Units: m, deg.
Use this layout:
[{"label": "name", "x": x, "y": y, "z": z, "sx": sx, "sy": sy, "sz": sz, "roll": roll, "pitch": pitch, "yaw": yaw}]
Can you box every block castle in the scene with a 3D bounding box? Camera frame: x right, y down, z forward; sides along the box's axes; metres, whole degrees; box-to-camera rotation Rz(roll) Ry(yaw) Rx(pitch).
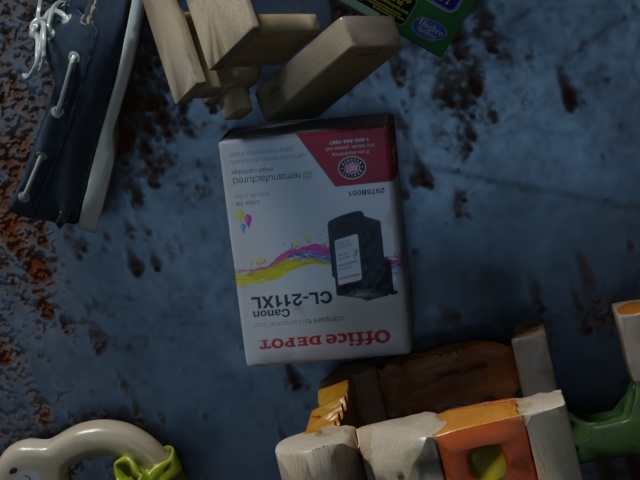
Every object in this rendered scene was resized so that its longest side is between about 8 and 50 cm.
[{"label": "block castle", "x": 0.210, "y": 0.172, "z": 1.038, "sx": 0.453, "sy": 0.303, "sz": 0.212, "roll": -13, "pitch": 95, "yaw": 7}]

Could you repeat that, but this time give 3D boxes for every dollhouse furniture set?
[{"label": "dollhouse furniture set", "x": -0.042, "y": -0.168, "z": 1.051, "sx": 0.144, "sy": 0.151, "sz": 0.123, "roll": -35, "pitch": 69, "yaw": 48}]

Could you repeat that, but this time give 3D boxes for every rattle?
[{"label": "rattle", "x": -0.210, "y": 0.214, "z": 1.168, "sx": 0.200, "sy": 0.142, "sz": 0.130, "roll": 11, "pitch": 122, "yaw": -4}]

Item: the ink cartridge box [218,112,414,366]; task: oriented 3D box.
[{"label": "ink cartridge box", "x": 0.000, "y": 0.000, "z": 1.129, "sx": 0.127, "sy": 0.072, "sz": 0.175, "roll": -6, "pitch": 102, "yaw": 6}]

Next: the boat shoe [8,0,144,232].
[{"label": "boat shoe", "x": -0.178, "y": -0.131, "z": 1.106, "sx": 0.079, "sy": 0.095, "sz": 0.254, "roll": 10, "pitch": 113, "yaw": -9}]

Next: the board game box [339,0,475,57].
[{"label": "board game box", "x": 0.004, "y": -0.293, "z": 1.029, "sx": 0.317, "sy": 0.046, "sz": 0.213, "roll": 26, "pitch": 106, "yaw": -19}]
